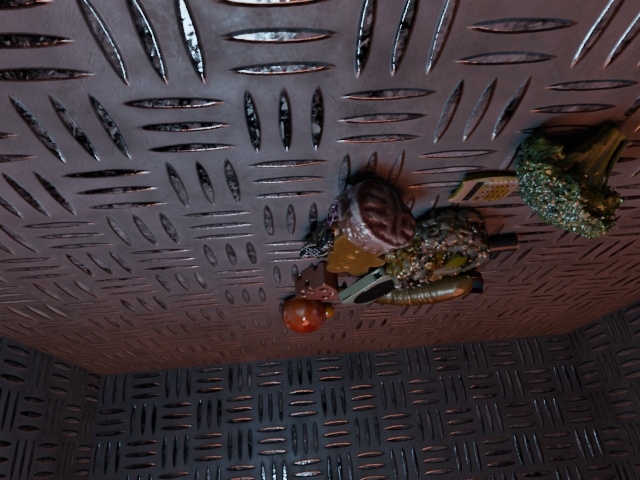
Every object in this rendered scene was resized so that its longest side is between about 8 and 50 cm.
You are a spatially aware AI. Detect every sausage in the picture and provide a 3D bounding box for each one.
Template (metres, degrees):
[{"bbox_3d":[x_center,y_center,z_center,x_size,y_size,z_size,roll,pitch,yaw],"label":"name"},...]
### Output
[{"bbox_3d":[0.480,0.243,2.041,0.501,0.136,0.123,-10,-167,33],"label":"sausage"}]

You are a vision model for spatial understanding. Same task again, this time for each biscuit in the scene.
[{"bbox_3d":[0.136,0.042,1.709,0.275,0.052,0.355,6,149,-4],"label":"biscuit"}]

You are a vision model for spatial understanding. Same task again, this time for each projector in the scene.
[{"bbox_3d":[0.239,0.201,1.919,0.257,0.079,0.259,-35,153,25],"label":"projector"}]

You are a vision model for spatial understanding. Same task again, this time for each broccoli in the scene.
[{"bbox_3d":[0.709,-0.181,1.238,0.375,0.301,0.249,34,164,-14],"label":"broccoli"}]

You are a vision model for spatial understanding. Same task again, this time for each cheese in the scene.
[{"bbox_3d":[-0.003,0.174,1.893,0.203,0.128,0.177,3,151,-10],"label":"cheese"}]

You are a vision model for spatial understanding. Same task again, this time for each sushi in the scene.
[{"bbox_3d":[0.455,0.046,1.636,0.418,0.175,0.417,-12,150,-7],"label":"sushi"}]

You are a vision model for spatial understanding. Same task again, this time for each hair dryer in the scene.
[{"bbox_3d":[0.760,0.048,1.867,0.128,0.069,0.255,-7,158,3],"label":"hair dryer"}]

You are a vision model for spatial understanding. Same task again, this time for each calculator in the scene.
[{"bbox_3d":[0.546,-0.173,1.406,0.237,0.033,0.157,-2,153,-13],"label":"calculator"}]

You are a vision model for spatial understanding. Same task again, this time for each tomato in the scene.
[{"bbox_3d":[-0.091,0.385,2.217,0.232,0.188,0.232,-3,152,-2],"label":"tomato"}]

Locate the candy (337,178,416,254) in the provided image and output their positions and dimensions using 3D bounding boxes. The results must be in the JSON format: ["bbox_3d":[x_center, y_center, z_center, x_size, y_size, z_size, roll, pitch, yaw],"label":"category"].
[{"bbox_3d":[0.172,-0.068,1.330,0.290,0.214,0.157,20,150,-40],"label":"candy"}]

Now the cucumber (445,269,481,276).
[{"bbox_3d":[0.679,0.154,2.070,0.211,0.062,0.078,2,166,-28],"label":"cucumber"}]

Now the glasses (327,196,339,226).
[{"bbox_3d":[0.090,-0.096,1.428,0.104,0.062,0.140,4,153,-23],"label":"glasses"}]

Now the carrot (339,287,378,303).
[{"bbox_3d":[0.207,0.279,2.218,0.314,0.066,0.066,14,147,-29],"label":"carrot"}]

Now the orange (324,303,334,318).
[{"bbox_3d":[0.038,0.393,2.384,0.084,0.083,0.083,-5,154,-2],"label":"orange"}]

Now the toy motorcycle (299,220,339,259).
[{"bbox_3d":[0.000,0.000,1.558,0.094,0.129,0.229,32,154,-19],"label":"toy motorcycle"}]

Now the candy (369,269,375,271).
[{"bbox_3d":[0.309,0.158,2.014,0.203,0.061,0.061,14,148,-20],"label":"candy"}]

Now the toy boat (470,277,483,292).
[{"bbox_3d":[0.687,0.213,2.174,0.392,0.079,0.136,10,151,-24],"label":"toy boat"}]

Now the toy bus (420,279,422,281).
[{"bbox_3d":[0.493,0.129,1.937,0.194,0.089,0.087,-27,147,35],"label":"toy bus"}]
